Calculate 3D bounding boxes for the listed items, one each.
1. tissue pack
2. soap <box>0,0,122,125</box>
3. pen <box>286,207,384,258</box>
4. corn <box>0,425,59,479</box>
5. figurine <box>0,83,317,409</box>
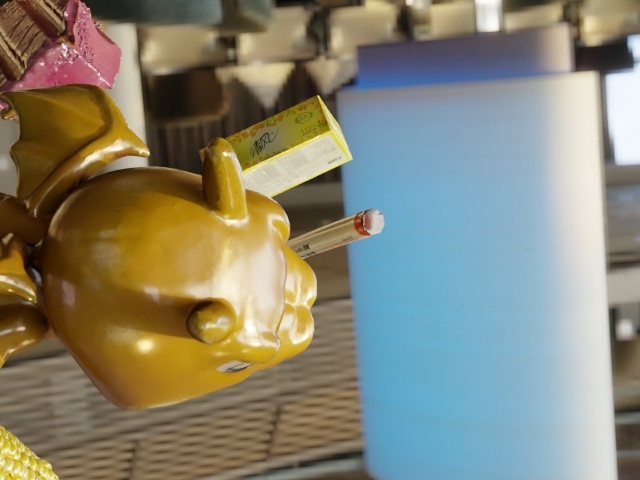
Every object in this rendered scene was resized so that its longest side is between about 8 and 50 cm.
[{"bbox_3d":[-0.058,-0.113,1.926,0.176,0.062,0.095,-26,153,9],"label":"tissue pack"},{"bbox_3d":[-0.367,-0.245,1.935,0.182,0.112,0.289,-42,-148,-4],"label":"soap"},{"bbox_3d":[0.000,0.000,1.438,0.026,0.026,0.218,-8,174,-28],"label":"pen"},{"bbox_3d":[-0.342,0.189,1.321,0.101,0.101,0.292,0,149,37],"label":"corn"},{"bbox_3d":[-0.224,0.029,1.264,0.387,0.268,0.401,2,-162,19],"label":"figurine"}]
